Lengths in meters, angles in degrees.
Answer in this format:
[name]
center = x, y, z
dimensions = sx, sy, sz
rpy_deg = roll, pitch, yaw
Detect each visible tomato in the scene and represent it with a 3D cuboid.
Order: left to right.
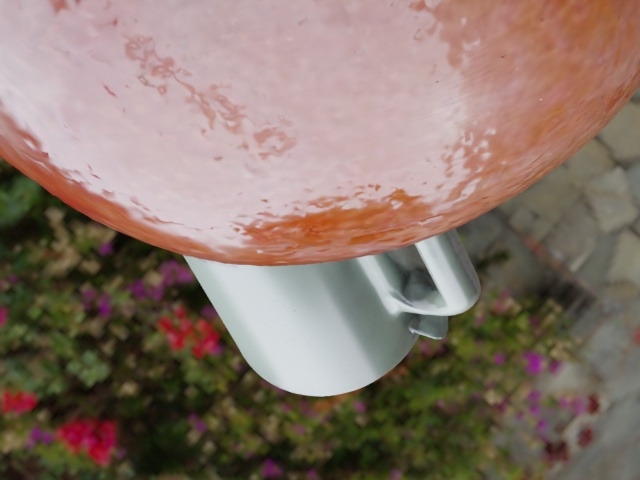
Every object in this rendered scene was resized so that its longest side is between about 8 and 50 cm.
[tomato]
center = -0.018, -0.113, 0.531
dimensions = 0.265, 0.265, 0.265
rpy_deg = 41, -177, -2

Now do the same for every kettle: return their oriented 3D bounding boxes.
[kettle]
center = -0.005, 0.003, 0.724
dimensions = 0.127, 0.098, 0.148
rpy_deg = 48, 172, 32
